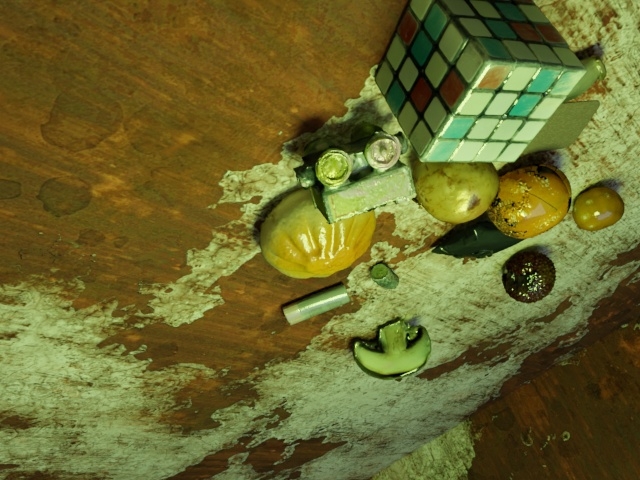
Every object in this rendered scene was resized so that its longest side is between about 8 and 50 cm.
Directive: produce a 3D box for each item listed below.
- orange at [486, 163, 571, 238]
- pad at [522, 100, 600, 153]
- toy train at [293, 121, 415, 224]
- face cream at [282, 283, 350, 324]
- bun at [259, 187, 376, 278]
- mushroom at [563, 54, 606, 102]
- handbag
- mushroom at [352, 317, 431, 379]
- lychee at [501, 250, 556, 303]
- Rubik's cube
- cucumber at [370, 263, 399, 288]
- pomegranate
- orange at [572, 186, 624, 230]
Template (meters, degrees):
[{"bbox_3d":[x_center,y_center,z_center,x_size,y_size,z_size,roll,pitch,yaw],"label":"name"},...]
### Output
[{"bbox_3d":[0.573,-0.109,1.947,0.235,0.182,0.234,-12,144,-9],"label":"orange"},{"bbox_3d":[0.594,-0.292,1.854,0.266,0.002,0.176,-9,145,-23],"label":"pad"},{"bbox_3d":[0.077,-0.147,1.550,0.261,0.134,0.177,-18,113,-7],"label":"toy train"},{"bbox_3d":[-0.013,0.190,2.121,0.198,0.057,0.084,-20,149,-3],"label":"face cream"},{"bbox_3d":[0.000,0.000,1.743,0.299,0.164,0.299,-17,146,-12],"label":"bun"},{"bbox_3d":[0.502,-0.339,1.642,0.351,0.097,0.109,-22,151,-10],"label":"mushroom"},{"bbox_3d":[0.483,0.000,2.114,0.254,0.088,0.211,-2,162,-32],"label":"handbag"},{"bbox_3d":[0.257,0.397,2.484,0.267,0.189,0.164,-25,163,-2],"label":"mushroom"},{"bbox_3d":[0.706,0.124,2.390,0.188,0.188,0.188,-17,148,-11],"label":"lychee"},{"bbox_3d":[0.296,-0.322,1.374,0.259,0.253,0.256,-4,144,-27],"label":"Rubik's cube"},{"bbox_3d":[0.194,0.112,2.132,0.064,0.064,0.112,-32,148,13],"label":"cucumber"},{"bbox_3d":[0.318,-0.136,1.705,0.215,0.215,0.215,-17,148,-11],"label":"pomegranate"},{"bbox_3d":[0.860,-0.099,2.206,0.156,0.124,0.156,-14,164,-4],"label":"orange"}]
